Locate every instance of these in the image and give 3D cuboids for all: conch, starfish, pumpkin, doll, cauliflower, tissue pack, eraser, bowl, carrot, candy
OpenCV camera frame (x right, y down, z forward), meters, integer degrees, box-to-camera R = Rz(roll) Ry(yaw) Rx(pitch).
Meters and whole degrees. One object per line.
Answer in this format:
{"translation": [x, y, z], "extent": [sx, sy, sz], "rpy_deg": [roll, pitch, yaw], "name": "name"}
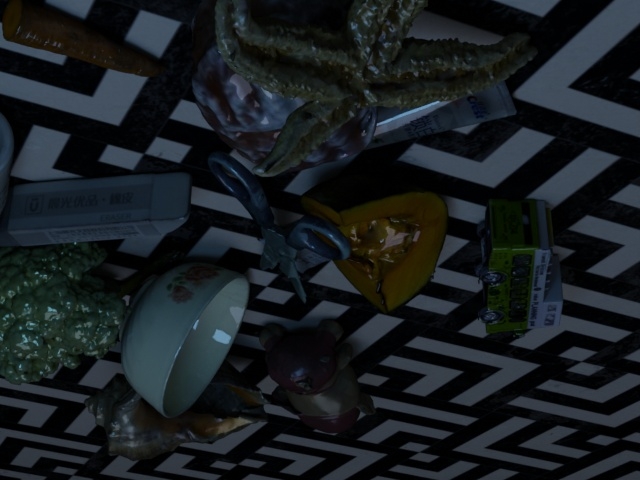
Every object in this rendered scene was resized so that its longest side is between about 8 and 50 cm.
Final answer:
{"translation": [-0.281, 0.286, 2.546], "extent": [0.352, 0.210, 0.297], "rpy_deg": [-13, 156, -15], "name": "conch"}
{"translation": [0.074, -0.245, 1.468], "extent": [0.432, 0.082, 0.324], "rpy_deg": [-25, 137, -19], "name": "starfish"}
{"translation": [0.082, -0.041, 1.976], "extent": [0.148, 0.169, 0.312], "rpy_deg": [39, 167, 31], "name": "pumpkin"}
{"translation": [-0.011, 0.261, 2.502], "extent": [0.196, 0.152, 0.256], "rpy_deg": [23, 151, 39], "name": "doll"}
{"translation": [-0.444, 0.120, 2.162], "extent": [0.327, 0.260, 0.281], "rpy_deg": [12, 156, 33], "name": "cauliflower"}
{"translation": [0.000, 0.000, 2.128], "extent": [0.193, 0.026, 0.122], "rpy_deg": [-20, 144, 38], "name": "tissue pack"}
{"translation": [-0.358, -0.047, 2.011], "extent": [0.352, 0.089, 0.061], "rpy_deg": [-4, 155, 13], "name": "eraser"}
{"translation": [-0.248, 0.151, 2.226], "extent": [0.145, 0.277, 0.277], "rpy_deg": [29, 155, 12], "name": "bowl"}
{"translation": [-0.293, -0.245, 1.665], "extent": [0.224, 0.057, 0.057], "rpy_deg": [18, 149, -33], "name": "carrot"}
{"translation": [-0.043, -0.195, 1.606], "extent": [0.214, 0.157, 0.289], "rpy_deg": [-17, 144, 18], "name": "candy"}

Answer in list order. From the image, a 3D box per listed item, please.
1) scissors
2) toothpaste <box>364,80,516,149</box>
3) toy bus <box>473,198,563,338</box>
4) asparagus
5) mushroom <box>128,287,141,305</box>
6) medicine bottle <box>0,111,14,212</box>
{"translation": [-0.059, 0.006, 2.037], "extent": [0.256, 0.029, 0.383], "rpy_deg": [33, 161, 14], "name": "scissors"}
{"translation": [0.098, -0.163, 1.770], "extent": [0.323, 0.066, 0.100], "rpy_deg": [-11, 150, 16], "name": "toothpaste"}
{"translation": [0.319, 0.046, 2.098], "extent": [0.139, 0.113, 0.301], "rpy_deg": [-3, 151, 5], "name": "toy bus"}
{"translation": [-0.305, 0.060, 2.280], "extent": [0.025, 0.024, 0.248], "rpy_deg": [17, 149, -33], "name": "asparagus"}
{"translation": [-0.303, 0.118, 2.346], "extent": [0.084, 0.067, 0.083], "rpy_deg": [-9, 160, -3], "name": "mushroom"}
{"translation": [-0.521, -0.088, 1.889], "extent": [0.145, 0.144, 0.252], "rpy_deg": [10, 149, -12], "name": "medicine bottle"}
